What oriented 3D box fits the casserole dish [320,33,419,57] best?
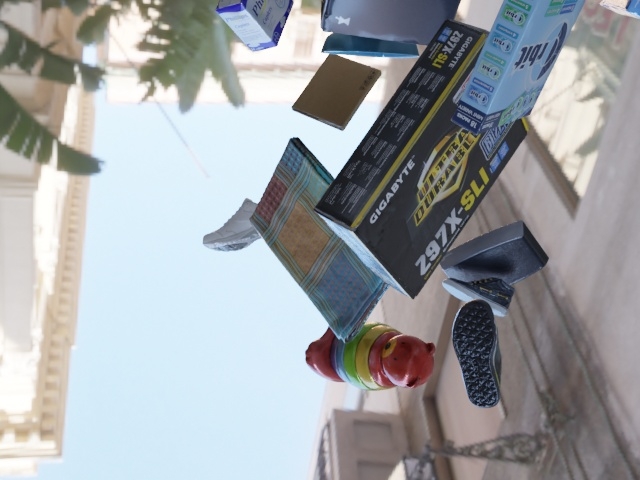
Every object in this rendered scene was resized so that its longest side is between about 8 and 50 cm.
[{"bbox_3d":[0.087,-0.337,1.562,0.188,0.036,0.114,-7,-168,-40],"label":"casserole dish"}]

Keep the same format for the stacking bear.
[{"bbox_3d":[0.130,0.251,1.963,0.289,0.164,0.175,1,-129,57],"label":"stacking bear"}]

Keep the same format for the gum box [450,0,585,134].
[{"bbox_3d":[0.233,-0.221,1.034,0.041,0.184,0.157,34,-148,22],"label":"gum box"}]

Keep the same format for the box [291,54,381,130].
[{"bbox_3d":[0.042,-0.397,2.395,0.164,0.021,0.201,25,-109,25],"label":"box"}]

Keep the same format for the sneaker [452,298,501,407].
[{"bbox_3d":[0.303,0.209,1.738,0.084,0.234,0.097,0,-157,18],"label":"sneaker"}]

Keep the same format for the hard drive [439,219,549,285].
[{"bbox_3d":[0.459,0.060,2.407,0.255,0.172,0.054,-26,-148,25],"label":"hard drive"}]

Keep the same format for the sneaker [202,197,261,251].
[{"bbox_3d":[-0.191,-0.045,2.281,0.232,0.090,0.115,-17,-106,2],"label":"sneaker"}]

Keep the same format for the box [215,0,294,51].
[{"bbox_3d":[-0.134,-0.488,1.886,0.072,0.137,0.126,-2,-121,37],"label":"box"}]

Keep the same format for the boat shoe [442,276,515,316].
[{"bbox_3d":[0.415,0.125,2.369,0.183,0.065,0.083,27,-106,4],"label":"boat shoe"}]

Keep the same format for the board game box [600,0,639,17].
[{"bbox_3d":[0.471,-0.411,1.246,0.039,0.211,0.160,25,-162,-4],"label":"board game box"}]

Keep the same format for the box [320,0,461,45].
[{"bbox_3d":[0.129,-0.558,1.426,0.212,0.293,0.395,7,-122,-5],"label":"box"}]

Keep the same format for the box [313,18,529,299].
[{"bbox_3d":[0.154,-0.104,1.272,0.079,0.322,0.257,31,171,32],"label":"box"}]

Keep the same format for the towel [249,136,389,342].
[{"bbox_3d":[0.000,0.000,1.880,0.040,0.271,0.370,-16,-124,-43],"label":"towel"}]
